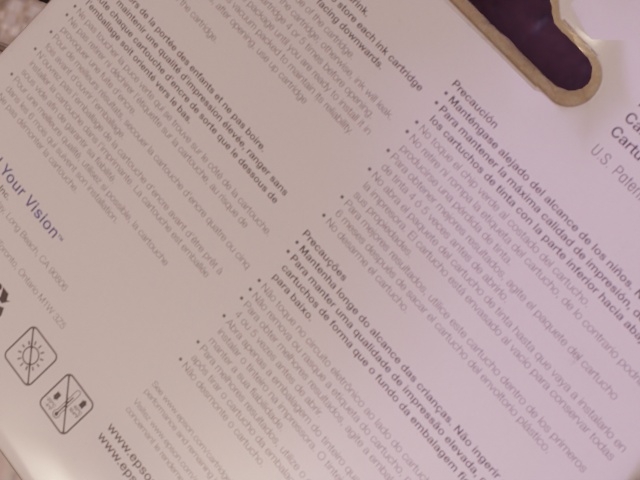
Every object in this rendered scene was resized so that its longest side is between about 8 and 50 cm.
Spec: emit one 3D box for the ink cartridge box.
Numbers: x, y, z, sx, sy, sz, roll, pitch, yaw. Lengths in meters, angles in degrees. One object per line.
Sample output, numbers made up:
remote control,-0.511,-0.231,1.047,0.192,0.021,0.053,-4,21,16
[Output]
ink cartridge box,0.000,0.000,0.557,0.330,0.071,0.324,-44,71,9
